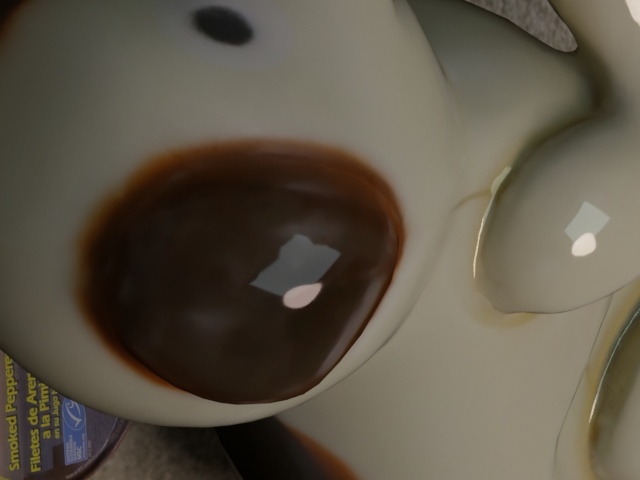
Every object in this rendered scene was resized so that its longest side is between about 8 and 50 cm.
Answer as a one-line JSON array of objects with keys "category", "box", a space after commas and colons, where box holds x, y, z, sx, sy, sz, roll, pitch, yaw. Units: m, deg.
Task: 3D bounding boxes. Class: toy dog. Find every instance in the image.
[{"category": "toy dog", "box": [0.000, 0.000, 0.794, 0.395, 0.284, 0.408, -52, 142, 3]}]

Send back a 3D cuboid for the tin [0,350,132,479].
[{"category": "tin", "box": [-0.135, 0.023, 0.842, 0.106, 0.040, 0.189, -12, 105, -45]}]
